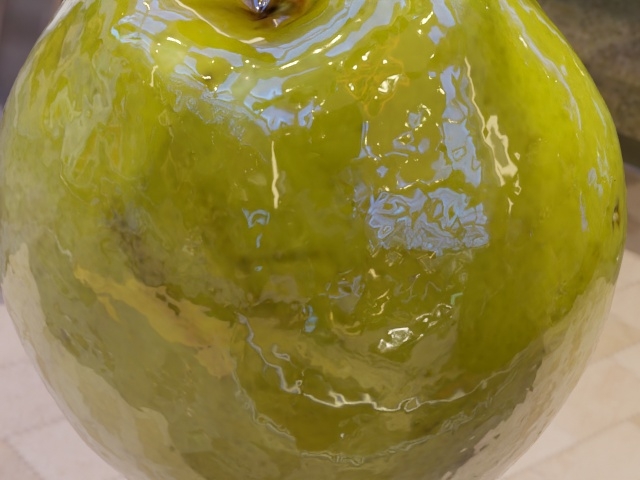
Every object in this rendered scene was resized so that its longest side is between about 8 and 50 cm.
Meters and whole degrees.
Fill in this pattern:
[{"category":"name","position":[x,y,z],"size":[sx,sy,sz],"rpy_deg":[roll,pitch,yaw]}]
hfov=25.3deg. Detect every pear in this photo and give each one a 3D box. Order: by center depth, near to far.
[{"category":"pear","position":[0.000,0.000,0.591],"size":[0.253,0.307,0.253],"rpy_deg":[-8,54,11]}]
